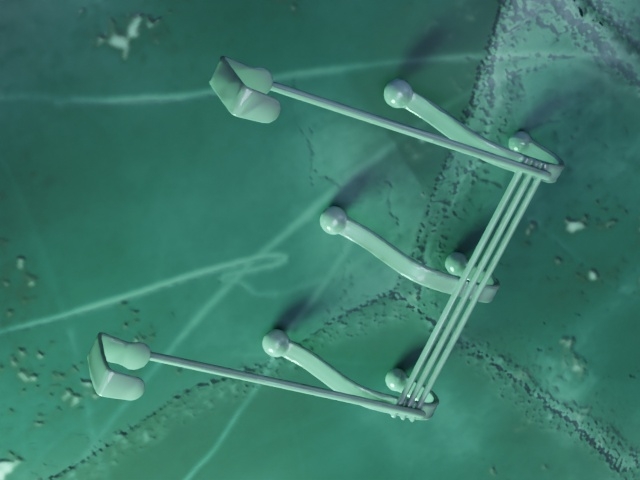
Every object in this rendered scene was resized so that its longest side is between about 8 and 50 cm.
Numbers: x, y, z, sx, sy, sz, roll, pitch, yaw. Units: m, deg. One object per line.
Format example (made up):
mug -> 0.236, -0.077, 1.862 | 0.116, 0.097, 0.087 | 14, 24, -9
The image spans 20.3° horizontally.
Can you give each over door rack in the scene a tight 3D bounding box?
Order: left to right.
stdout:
over door rack -> 0.000, 0.000, 1.281 | 0.324, 0.108, 0.240 | 10, 113, -41
